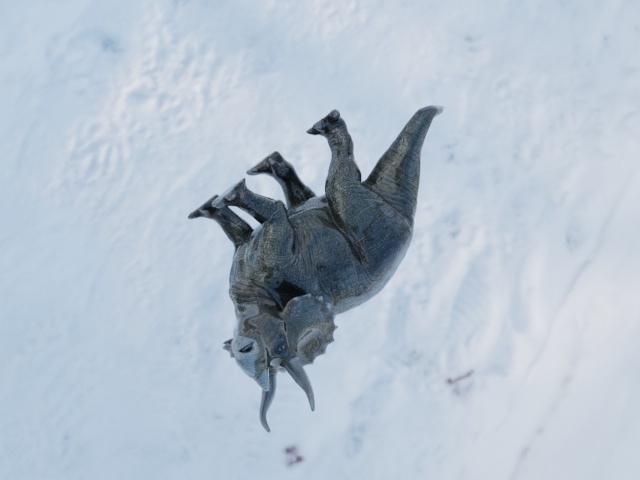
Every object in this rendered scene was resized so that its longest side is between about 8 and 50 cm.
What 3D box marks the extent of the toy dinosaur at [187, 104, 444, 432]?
[{"bbox_3d":[0.000,0.000,0.869,0.313,0.121,0.160,-40,99,-36],"label":"toy dinosaur"}]
